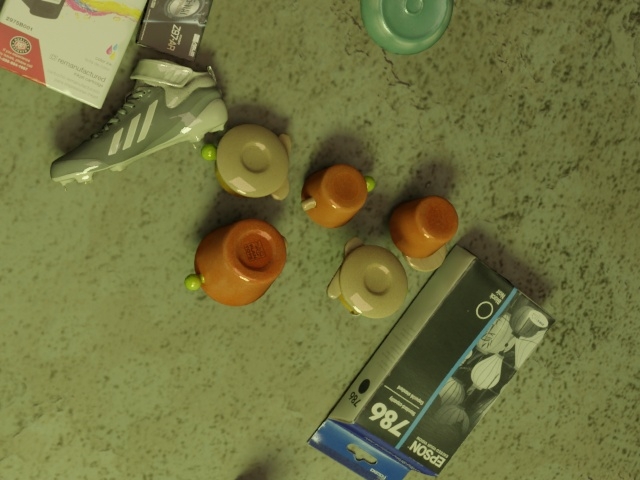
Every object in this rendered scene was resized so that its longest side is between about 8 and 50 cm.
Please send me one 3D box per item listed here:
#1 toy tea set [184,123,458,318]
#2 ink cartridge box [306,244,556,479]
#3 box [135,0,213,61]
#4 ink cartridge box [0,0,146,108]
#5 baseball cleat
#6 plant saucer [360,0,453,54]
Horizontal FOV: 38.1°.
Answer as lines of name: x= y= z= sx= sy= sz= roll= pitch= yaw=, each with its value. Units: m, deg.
toy tea set: x=0.000 y=0.000 z=1.103 sx=0.336 sy=0.124 sz=0.200 roll=16 pitch=71 yaw=-19
ink cartridge box: x=0.146 y=0.185 z=1.214 sx=0.165 sy=0.065 sz=0.333 roll=35 pitch=94 yaw=-25
box: x=-0.157 y=-0.244 z=1.006 sx=0.067 sy=0.018 sz=0.083 roll=15 pitch=100 yaw=-22
ink cartridge box: x=-0.252 y=-0.243 z=0.945 sx=0.127 sy=0.072 sz=0.175 roll=22 pitch=99 yaw=-22
baseball cleat: x=-0.206 y=-0.134 z=1.004 sx=0.205 sy=0.072 sz=0.110 roll=-24 pitch=105 yaw=-21
plant saucer: x=0.106 y=-0.276 z=1.083 sx=0.119 sy=0.021 sz=0.119 roll=-5 pitch=107 yaw=-17
